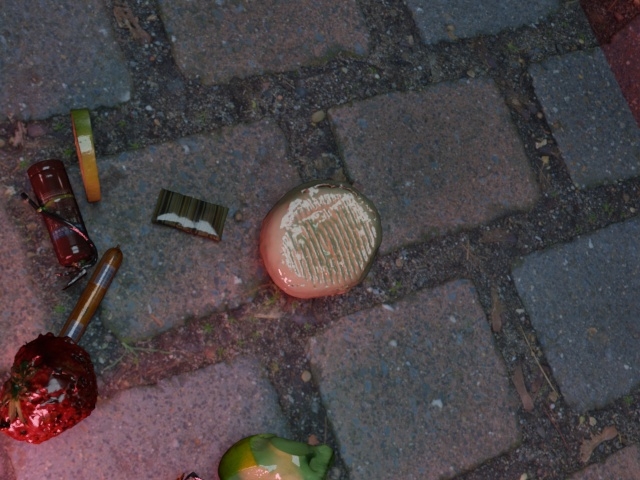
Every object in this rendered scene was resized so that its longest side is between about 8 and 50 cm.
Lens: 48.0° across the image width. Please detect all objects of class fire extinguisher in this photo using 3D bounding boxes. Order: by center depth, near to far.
[{"bbox_3d":[-0.691,-0.040,1.904,0.141,0.105,0.341,-21,79,-8],"label":"fire extinguisher"}]

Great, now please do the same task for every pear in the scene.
[{"bbox_3d":[-0.122,0.616,1.830,0.282,0.286,0.176,14,25,7],"label":"pear"}]

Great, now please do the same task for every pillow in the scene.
[{"bbox_3d":[-0.370,-0.073,2.053,0.203,0.038,0.113,17,65,-13],"label":"pillow"}]

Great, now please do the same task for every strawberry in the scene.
[{"bbox_3d":[-0.634,0.358,1.713,0.220,0.274,0.274,29,62,-42],"label":"strawberry"}]

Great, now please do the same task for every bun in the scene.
[{"bbox_3d":[0.000,0.000,2.064,0.360,0.211,0.359,2,79,-9],"label":"bun"}]

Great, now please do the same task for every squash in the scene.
[{"bbox_3d":[-0.617,-0.225,1.905,0.049,0.252,0.252,-10,76,-19],"label":"squash"}]

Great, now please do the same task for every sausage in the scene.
[{"bbox_3d":[-0.608,0.160,1.890,0.053,0.053,0.347,26,67,-9],"label":"sausage"}]

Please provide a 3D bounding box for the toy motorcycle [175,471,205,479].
[{"bbox_3d":[-0.257,0.709,1.740,0.325,0.221,0.148,47,28,-3],"label":"toy motorcycle"}]
